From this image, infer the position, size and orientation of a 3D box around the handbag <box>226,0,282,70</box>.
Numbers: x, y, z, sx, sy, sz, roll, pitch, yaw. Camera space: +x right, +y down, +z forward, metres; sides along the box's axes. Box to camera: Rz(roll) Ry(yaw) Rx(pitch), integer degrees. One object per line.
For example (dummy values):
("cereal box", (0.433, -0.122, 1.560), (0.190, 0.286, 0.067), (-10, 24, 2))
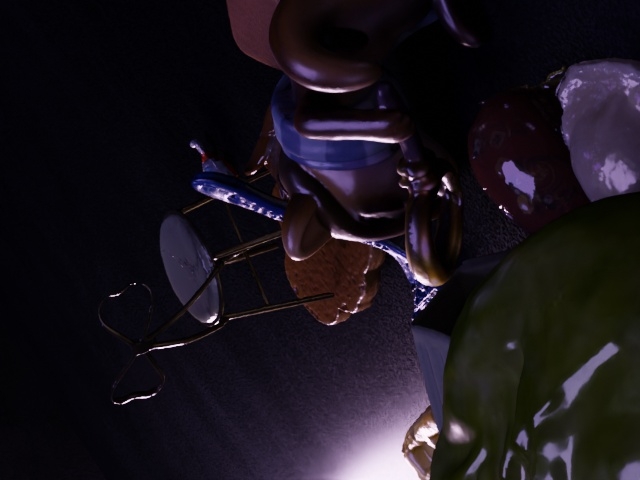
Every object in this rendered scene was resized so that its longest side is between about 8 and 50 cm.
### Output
("handbag", (-0.051, -0.290, 1.846), (0.151, 0.072, 0.193), (37, 143, 45))

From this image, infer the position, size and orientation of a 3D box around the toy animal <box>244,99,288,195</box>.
("toy animal", (-0.040, -0.110, 1.902), (0.089, 0.188, 0.179), (24, 145, -16))

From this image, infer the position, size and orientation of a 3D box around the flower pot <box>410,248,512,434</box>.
("flower pot", (0.217, 0.126, 1.530), (0.209, 0.239, 0.189), (-4, 112, 30))

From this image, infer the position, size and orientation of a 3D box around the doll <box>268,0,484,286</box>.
("doll", (0.053, -0.144, 1.662), (0.318, 0.209, 0.339), (-93, 3, -49))

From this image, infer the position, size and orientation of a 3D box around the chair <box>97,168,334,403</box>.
("chair", (-0.145, 0.039, 1.934), (0.170, 0.326, 0.159), (42, 143, 41))

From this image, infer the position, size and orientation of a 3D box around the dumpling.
("dumpling", (0.280, -0.074, 1.342), (0.199, 0.118, 0.136), (50, 137, -4))

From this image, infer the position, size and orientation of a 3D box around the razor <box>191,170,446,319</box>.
("razor", (0.005, -0.010, 1.873), (0.324, 0.056, 0.093), (27, 152, -2))

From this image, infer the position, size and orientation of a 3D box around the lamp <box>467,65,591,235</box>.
("lamp", (0.209, -0.077, 1.458), (0.157, 0.135, 0.156), (46, -163, -3))

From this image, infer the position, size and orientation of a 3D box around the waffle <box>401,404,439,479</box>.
("waffle", (0.194, 0.313, 1.939), (0.274, 0.057, 0.168), (59, 156, 12))

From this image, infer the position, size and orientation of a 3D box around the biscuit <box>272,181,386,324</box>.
("biscuit", (0.012, -0.018, 2.009), (0.208, 0.041, 0.290), (51, 148, 30))

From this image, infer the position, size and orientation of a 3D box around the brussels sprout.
("brussels sprout", (0.284, 0.138, 1.244), (0.425, 0.342, 0.361), (-4, 98, 45))

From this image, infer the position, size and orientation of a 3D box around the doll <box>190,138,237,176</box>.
("doll", (-0.143, -0.097, 2.249), (0.114, 0.039, 0.057), (48, 146, 38))
